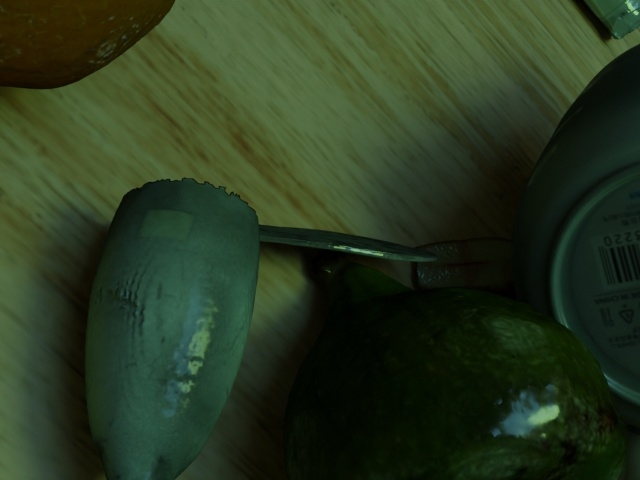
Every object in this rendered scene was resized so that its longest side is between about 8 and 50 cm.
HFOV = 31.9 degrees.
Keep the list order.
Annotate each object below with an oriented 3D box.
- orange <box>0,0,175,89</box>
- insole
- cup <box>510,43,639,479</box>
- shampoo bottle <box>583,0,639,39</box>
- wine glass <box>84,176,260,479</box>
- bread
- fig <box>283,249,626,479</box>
[{"bbox_3d":[-0.170,-0.191,0.589,0.224,0.170,0.224,20,58,-36],"label":"orange"},{"bbox_3d":[0.000,0.000,0.743,0.193,0.065,0.006,7,99,-38],"label":"insole"},{"bbox_3d":[0.271,0.036,0.829,0.274,0.259,0.356,-38,139,-61],"label":"cup"},{"bbox_3d":[0.250,-0.295,1.100,0.212,0.049,0.072,47,43,-17],"label":"shampoo bottle"},{"bbox_3d":[-0.085,0.076,0.506,0.096,0.264,0.309,10,61,-2],"label":"wine glass"},{"bbox_3d":[0.126,0.022,0.846,0.109,0.062,0.043,11,70,-41],"label":"bread"},{"bbox_3d":[0.068,0.081,0.693,0.203,0.203,0.235,21,38,-35],"label":"fig"}]
